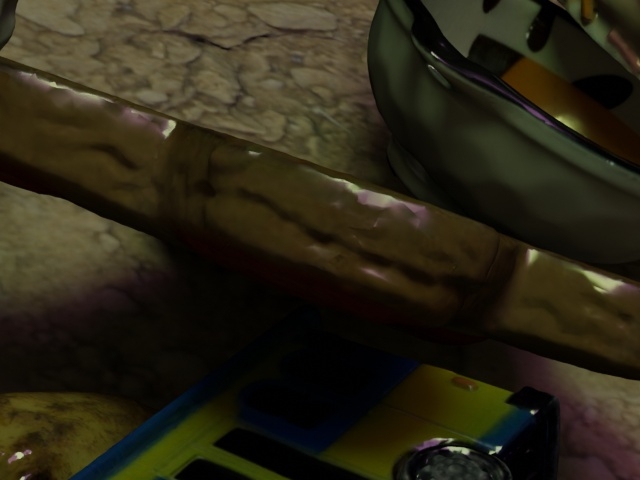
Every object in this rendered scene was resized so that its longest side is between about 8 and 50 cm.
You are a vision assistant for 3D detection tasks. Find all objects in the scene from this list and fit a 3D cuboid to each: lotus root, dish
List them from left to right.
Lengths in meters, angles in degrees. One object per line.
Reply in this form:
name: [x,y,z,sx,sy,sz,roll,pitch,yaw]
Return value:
lotus root: [-0.129,0.121,0.909,0.191,0.094,0.108,-13,71,-48]
dish: [0.131,-0.071,1.213,0.303,0.120,0.303,27,23,-13]

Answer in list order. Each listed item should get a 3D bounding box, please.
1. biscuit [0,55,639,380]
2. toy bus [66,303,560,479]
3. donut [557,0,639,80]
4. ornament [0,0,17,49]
biscuit: [0.000,0.000,0.983,0.368,0.076,0.394,21,2,25]
toy bus: [-0.021,0.160,0.833,0.175,0.138,0.288,18,32,27]
donut: [0.329,-0.151,1.328,0.383,0.142,0.382,33,20,-13]
ornament: [-0.316,-0.182,1.014,0.337,0.337,0.337,13,37,-10]
